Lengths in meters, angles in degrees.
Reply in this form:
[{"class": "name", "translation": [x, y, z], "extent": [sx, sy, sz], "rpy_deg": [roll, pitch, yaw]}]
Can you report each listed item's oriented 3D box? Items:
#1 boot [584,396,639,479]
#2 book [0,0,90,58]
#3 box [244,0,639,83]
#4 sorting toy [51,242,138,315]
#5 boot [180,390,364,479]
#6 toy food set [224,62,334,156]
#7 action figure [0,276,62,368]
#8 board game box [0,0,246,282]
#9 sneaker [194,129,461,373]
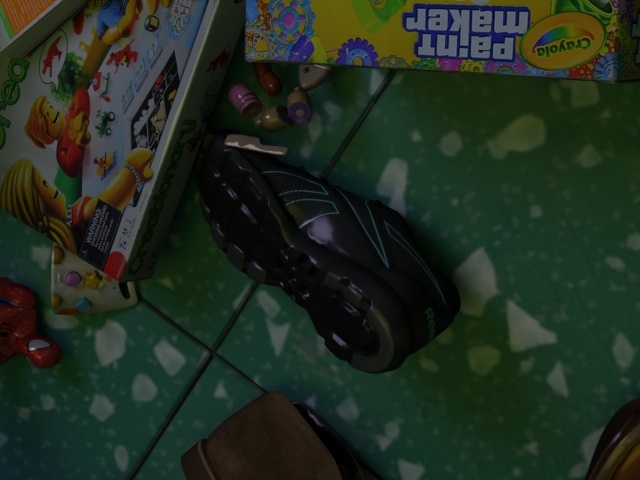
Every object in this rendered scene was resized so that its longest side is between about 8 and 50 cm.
[{"class": "boot", "translation": [0.332, 0.176, 1.093], "extent": [0.220, 0.109, 0.283], "rpy_deg": [31, 100, 6]}, {"class": "book", "translation": [-0.222, -0.228, 1.164], "extent": [0.144, 0.035, 0.096], "rpy_deg": [-34, 73, 27]}, {"class": "box", "translation": [0.111, -0.257, 0.994], "extent": [0.289, 0.177, 0.279], "rpy_deg": [9, 102, 33]}, {"class": "sorting toy", "translation": [-0.197, 0.031, 1.263], "extent": [0.075, 0.045, 0.083], "rpy_deg": [2, 101, -2]}, {"class": "boot", "translation": [-0.002, 0.241, 1.144], "extent": [0.115, 0.112, 0.305], "rpy_deg": [-43, 50, 6]}, {"class": "toy food set", "translation": [-0.035, -0.128, 1.153], "extent": [0.077, 0.019, 0.122], "rpy_deg": [11, 67, 21]}, {"class": "action figure", "translation": [-0.363, 0.048, 1.267], "extent": [0.280, 0.139, 0.091], "rpy_deg": [28, 108, 9]}, {"class": "board game box", "translation": [-0.175, -0.144, 1.192], "extent": [0.193, 0.053, 0.305], "rpy_deg": [29, 107, 25]}, {"class": "sneaker", "translation": [0.000, 0.000, 1.167], "extent": [0.267, 0.106, 0.101], "rpy_deg": [45, 140, 25]}]
